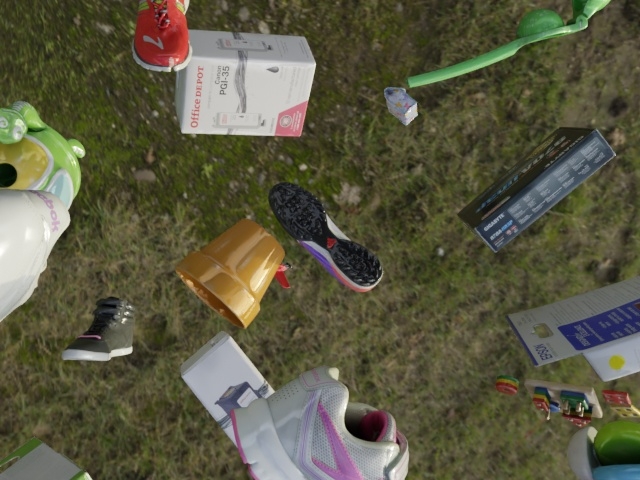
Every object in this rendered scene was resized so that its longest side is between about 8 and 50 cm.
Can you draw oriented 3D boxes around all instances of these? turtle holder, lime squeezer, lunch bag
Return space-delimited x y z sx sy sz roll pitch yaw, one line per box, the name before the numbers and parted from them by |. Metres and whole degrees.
turtle holder | -0.653 -0.145 1.590 0.243 0.227 0.320 37 128 -22
lime squeezer | 0.227 -0.246 0.727 0.110 0.059 0.310 36 99 -23
lunch bag | 0.188 -0.325 1.710 0.053 0.083 0.071 -47 162 -4

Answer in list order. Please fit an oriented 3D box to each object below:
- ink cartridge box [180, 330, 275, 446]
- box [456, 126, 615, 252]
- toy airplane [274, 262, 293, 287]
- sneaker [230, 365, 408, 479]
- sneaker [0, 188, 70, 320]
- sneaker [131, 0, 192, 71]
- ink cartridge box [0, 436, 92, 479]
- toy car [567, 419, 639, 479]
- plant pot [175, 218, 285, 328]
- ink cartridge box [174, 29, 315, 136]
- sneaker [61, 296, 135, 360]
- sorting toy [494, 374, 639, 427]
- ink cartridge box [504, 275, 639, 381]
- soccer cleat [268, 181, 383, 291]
ink cartridge box | -0.122 0.272 1.186 0.100 0.172 0.237 -38 93 -12
box | 0.318 -0.082 1.099 0.220 0.175 0.051 -41 96 8
toy airplane | -0.145 0.078 1.967 0.151 0.151 0.028 -3 128 -22
sneaker | 0.038 0.210 0.628 0.111 0.103 0.252 -39 113 1
sneaker | -0.310 0.065 0.598 0.305 0.152 0.114 -40 85 32
sneaker | -0.287 -0.416 1.285 0.107 0.279 0.118 -4 146 -9
ink cartridge box | -0.537 0.482 1.325 0.189 0.255 0.097 -37 116 -32
toy car | 0.399 0.316 0.899 0.182 0.159 0.136 62 37 -16
plant pot | -0.185 0.061 1.610 0.188 0.205 0.205 -49 124 -17
ink cartridge box | -0.174 -0.347 1.616 0.283 0.117 0.207 -2 135 -18
sneaker | -0.532 0.209 1.735 0.104 0.296 0.147 3 88 8
sorting toy | 0.497 0.335 1.454 0.132 0.274 0.046 53 49 -46
ink cartridge box | 0.472 0.135 1.152 0.307 0.303 0.072 -21 95 9
soccer cleat | 0.000 0.000 1.630 0.318 0.116 0.108 42 68 4
